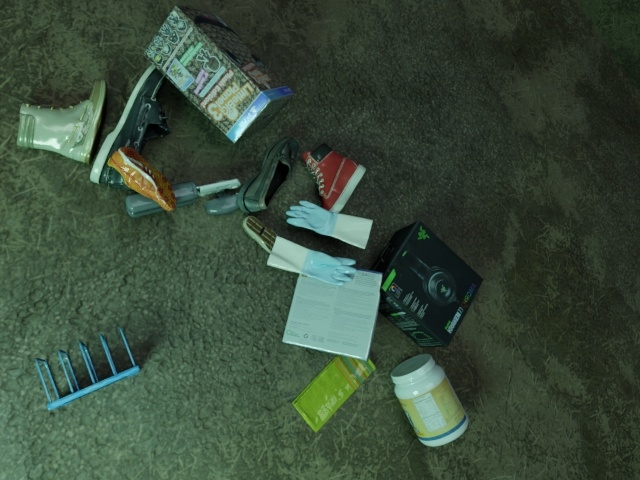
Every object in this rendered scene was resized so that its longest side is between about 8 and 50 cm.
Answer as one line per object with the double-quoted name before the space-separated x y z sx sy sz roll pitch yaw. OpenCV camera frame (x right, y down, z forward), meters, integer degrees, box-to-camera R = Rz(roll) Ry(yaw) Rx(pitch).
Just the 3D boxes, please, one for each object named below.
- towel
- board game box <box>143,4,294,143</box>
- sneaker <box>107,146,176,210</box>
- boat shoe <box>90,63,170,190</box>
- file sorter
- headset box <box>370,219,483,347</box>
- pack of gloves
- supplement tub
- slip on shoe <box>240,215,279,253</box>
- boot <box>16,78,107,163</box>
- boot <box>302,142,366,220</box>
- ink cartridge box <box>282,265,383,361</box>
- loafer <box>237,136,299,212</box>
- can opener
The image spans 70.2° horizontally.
"towel" 0.041 0.376 1.189 0.237 0.021 0.102 -40 93 -26
"board game box" -0.239 -0.412 1.138 0.291 0.141 0.232 44 23 -8
"sneaker" -0.399 -0.133 1.034 0.175 0.067 0.064 50 26 -19
"boat shoe" -0.422 -0.271 1.097 0.113 0.127 0.340 26 70 -17
"file sorter" -0.477 0.261 0.945 0.170 0.118 0.105 -20 83 -26
"headset box" 0.277 0.119 1.293 0.283 0.131 0.246 42 65 -8
"pack of gloves" 0.000 0.000 1.169 0.231 0.046 0.195 16 76 6
"supplement tub" 0.286 0.421 1.214 0.144 0.144 0.200 -27 88 -26
"slip on shoe" -0.156 -0.012 1.193 0.135 0.041 0.051 42 63 -29
"boot" -0.594 -0.297 1.058 0.165 0.077 0.213 12 75 -18
"boot" -0.002 -0.151 1.276 0.176 0.088 0.244 31 68 -4
"ink cartridge box" 0.035 0.175 1.165 0.223 0.045 0.224 10 73 13
"loafer" -0.113 -0.172 1.203 0.268 0.084 0.096 -59 140 -30
"can opener" -0.323 -0.093 1.122 0.283 0.076 0.095 -17 83 -25
